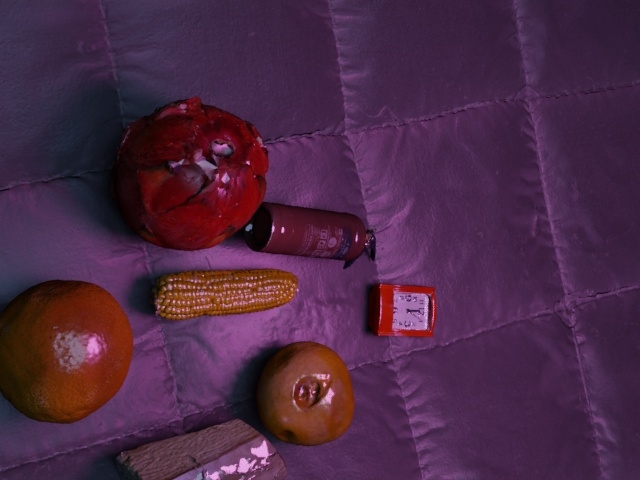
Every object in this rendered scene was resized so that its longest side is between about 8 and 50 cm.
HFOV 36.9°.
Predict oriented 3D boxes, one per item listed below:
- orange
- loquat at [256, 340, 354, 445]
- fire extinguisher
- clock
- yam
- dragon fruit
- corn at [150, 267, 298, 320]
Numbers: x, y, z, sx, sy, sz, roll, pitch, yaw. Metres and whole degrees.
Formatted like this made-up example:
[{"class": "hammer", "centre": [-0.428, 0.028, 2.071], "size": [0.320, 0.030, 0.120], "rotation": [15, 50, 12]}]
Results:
[{"class": "orange", "centre": [-0.465, 0.202, 1.721], "size": [0.264, 0.264, 0.264], "rotation": [1, 87, -24]}, {"class": "loquat", "centre": [-0.033, 0.310, 1.939], "size": [0.213, 0.213, 0.213], "rotation": [1, 87, -24]}, {"class": "fire extinguisher", "centre": [0.000, 0.000, 1.984], "size": [0.343, 0.102, 0.138], "rotation": [7, 128, -39]}, {"class": "clock", "centre": [0.181, 0.155, 2.112], "size": [0.155, 0.061, 0.113], "rotation": [5, 85, -27]}, {"class": "yam", "centre": [-0.219, 0.460, 1.852], "size": [0.271, 0.202, 0.202], "rotation": [-26, 120, -24]}, {"class": "dragon fruit", "centre": [-0.246, -0.125, 1.824], "size": [0.295, 0.301, 0.296], "rotation": [14, 61, -26]}, {"class": "corn", "centre": [-0.190, 0.106, 1.927], "size": [0.312, 0.102, 0.102], "rotation": [-1, 88, -26]}]
